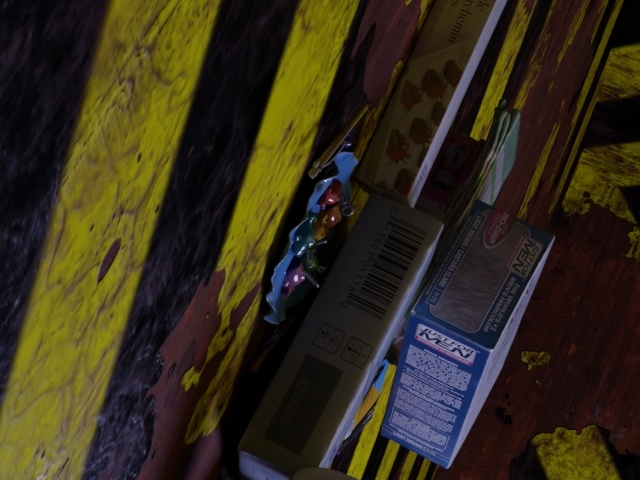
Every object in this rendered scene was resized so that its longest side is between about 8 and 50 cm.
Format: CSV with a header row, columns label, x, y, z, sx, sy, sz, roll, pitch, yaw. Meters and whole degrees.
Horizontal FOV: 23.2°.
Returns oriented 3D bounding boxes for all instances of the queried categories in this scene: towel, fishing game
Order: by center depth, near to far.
label,x,y,z,sx,sy,sz,roll,pitch,yaw
fishing game,0.000,0.000,1.494,0.189,0.041,0.264,-51,163,-55
towel,0.161,0.000,1.933,0.325,0.038,0.248,-62,169,-9

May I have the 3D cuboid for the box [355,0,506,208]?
label,x,y,z,sx,sy,sz,roll,pitch,yaw
box,0.132,-0.191,1.662,0.067,0.063,0.324,57,57,-78

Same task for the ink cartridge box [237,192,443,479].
label,x,y,z,sx,sy,sz,roll,pitch,yaw
ink cartridge box,0.016,0.159,1.702,0.385,0.091,0.308,93,23,-68

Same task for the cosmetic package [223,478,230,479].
label,x,y,z,sx,sy,sz,roll,pitch,yaw
cosmetic package,-0.138,0.471,1.631,0.284,0.097,0.377,-54,162,-39

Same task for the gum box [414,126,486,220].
label,x,y,z,sx,sy,sz,roll,pitch,yaw
gum box,0.170,-0.061,2.073,0.107,0.062,0.188,-62,167,-21

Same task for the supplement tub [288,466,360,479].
label,x,y,z,sx,sy,sz,roll,pitch,yaw
supplement tub,-0.009,0.317,1.444,0.190,0.117,0.117,-67,168,13

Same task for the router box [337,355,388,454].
label,x,y,z,sx,sy,sz,roll,pitch,yaw
router box,0.045,0.187,2.016,0.179,0.046,0.133,-28,136,-72

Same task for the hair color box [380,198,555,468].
label,x,y,z,sx,sy,sz,roll,pitch,yaw
hair color box,0.168,0.119,1.857,0.174,0.105,0.347,-58,169,-28
